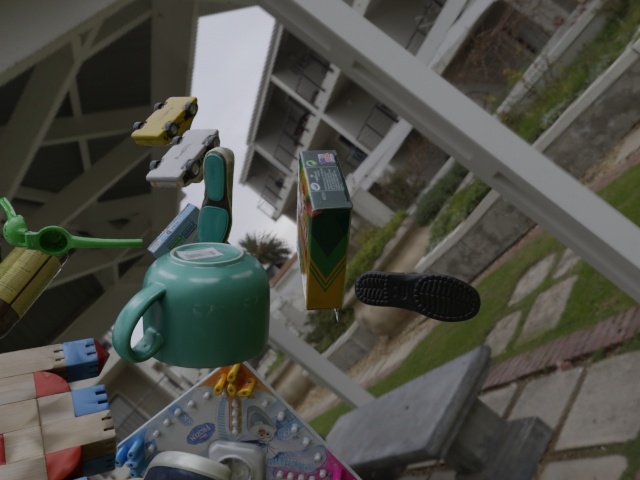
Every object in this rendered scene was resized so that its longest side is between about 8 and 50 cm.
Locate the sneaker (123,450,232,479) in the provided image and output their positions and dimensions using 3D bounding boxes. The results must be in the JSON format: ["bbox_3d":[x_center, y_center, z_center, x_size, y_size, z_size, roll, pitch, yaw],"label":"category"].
[{"bbox_3d":[-0.260,0.452,0.935,0.350,0.131,0.148,-43,25,41],"label":"sneaker"}]

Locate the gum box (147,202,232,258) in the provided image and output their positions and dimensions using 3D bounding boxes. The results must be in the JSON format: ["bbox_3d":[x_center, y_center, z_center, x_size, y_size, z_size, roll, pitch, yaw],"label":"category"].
[{"bbox_3d":[-0.325,0.023,1.486,0.157,0.041,0.184,-51,-46,-17],"label":"gum box"}]

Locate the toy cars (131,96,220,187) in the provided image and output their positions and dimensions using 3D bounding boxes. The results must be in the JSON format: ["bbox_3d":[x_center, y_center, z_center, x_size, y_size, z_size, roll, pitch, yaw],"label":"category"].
[{"bbox_3d":[-0.315,-0.209,1.292,0.176,0.393,0.087,-23,-51,-11],"label":"toy cars"}]

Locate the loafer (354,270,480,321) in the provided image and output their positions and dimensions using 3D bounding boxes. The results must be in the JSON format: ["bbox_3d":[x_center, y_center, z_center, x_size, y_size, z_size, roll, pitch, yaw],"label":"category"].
[{"bbox_3d":[0.174,0.089,1.037,0.078,0.220,0.080,-14,-65,-79],"label":"loafer"}]

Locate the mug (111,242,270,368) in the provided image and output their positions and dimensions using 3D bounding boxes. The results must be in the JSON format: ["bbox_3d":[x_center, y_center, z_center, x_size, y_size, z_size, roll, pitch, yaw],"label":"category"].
[{"bbox_3d":[-0.118,0.061,0.584,0.158,0.129,0.097,-65,-21,-74],"label":"mug"}]

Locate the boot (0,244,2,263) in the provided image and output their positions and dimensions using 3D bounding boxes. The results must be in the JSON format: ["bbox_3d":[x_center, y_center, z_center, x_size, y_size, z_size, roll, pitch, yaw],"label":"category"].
[{"bbox_3d":[-0.875,-0.123,1.221,0.367,0.146,0.445,-8,-69,-50],"label":"boot"}]

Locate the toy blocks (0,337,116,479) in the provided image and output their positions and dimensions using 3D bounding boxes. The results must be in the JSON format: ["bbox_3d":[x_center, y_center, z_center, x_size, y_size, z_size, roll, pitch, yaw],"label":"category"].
[{"bbox_3d":[-0.424,0.301,0.852,0.261,0.381,0.190,-6,-46,-28],"label":"toy blocks"}]

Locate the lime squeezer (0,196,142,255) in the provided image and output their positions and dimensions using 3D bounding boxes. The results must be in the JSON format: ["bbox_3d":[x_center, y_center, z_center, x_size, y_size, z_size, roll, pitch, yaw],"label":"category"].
[{"bbox_3d":[-0.473,-0.010,1.015,0.110,0.310,0.059,-20,-56,-73],"label":"lime squeezer"}]

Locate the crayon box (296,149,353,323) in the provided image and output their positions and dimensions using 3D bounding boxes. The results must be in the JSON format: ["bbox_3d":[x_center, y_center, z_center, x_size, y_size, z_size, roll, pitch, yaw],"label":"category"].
[{"bbox_3d":[0.000,0.000,1.206,0.202,0.081,0.318,-103,12,-49],"label":"crayon box"}]

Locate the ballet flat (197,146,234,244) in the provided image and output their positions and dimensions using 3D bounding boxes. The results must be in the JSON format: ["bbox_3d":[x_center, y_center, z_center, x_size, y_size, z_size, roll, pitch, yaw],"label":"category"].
[{"bbox_3d":[-0.152,-0.061,0.887,0.052,0.057,0.168,-46,-31,-64],"label":"ballet flat"}]

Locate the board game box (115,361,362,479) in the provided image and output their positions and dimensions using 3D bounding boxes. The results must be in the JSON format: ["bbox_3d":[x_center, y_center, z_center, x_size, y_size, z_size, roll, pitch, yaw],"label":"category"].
[{"bbox_3d":[-0.180,0.484,1.212,0.390,0.390,0.050,-39,10,19],"label":"board game box"}]

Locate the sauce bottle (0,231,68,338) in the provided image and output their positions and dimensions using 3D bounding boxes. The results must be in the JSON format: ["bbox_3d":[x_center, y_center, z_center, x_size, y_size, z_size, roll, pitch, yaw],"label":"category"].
[{"bbox_3d":[-0.691,0.132,1.252,0.111,0.111,0.344,-55,7,49],"label":"sauce bottle"}]
